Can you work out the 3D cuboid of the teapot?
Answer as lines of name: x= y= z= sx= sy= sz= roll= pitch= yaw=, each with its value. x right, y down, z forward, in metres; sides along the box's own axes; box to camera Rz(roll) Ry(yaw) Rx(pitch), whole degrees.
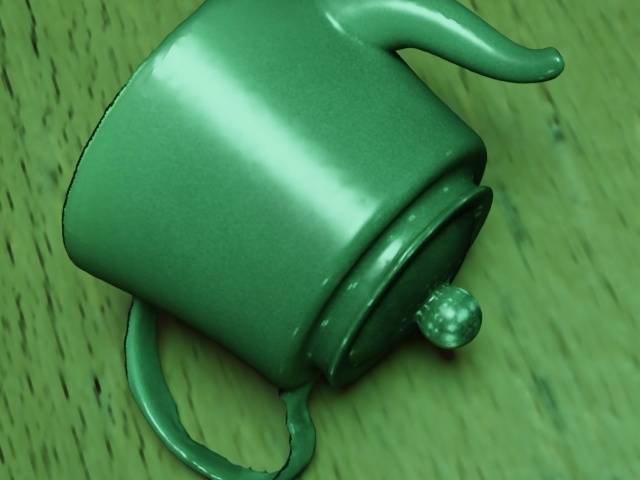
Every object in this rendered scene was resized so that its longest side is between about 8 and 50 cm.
teapot: x=0.000 y=0.000 z=0.590 sx=0.149 sy=0.162 sz=0.239 roll=39 pitch=111 yaw=13
